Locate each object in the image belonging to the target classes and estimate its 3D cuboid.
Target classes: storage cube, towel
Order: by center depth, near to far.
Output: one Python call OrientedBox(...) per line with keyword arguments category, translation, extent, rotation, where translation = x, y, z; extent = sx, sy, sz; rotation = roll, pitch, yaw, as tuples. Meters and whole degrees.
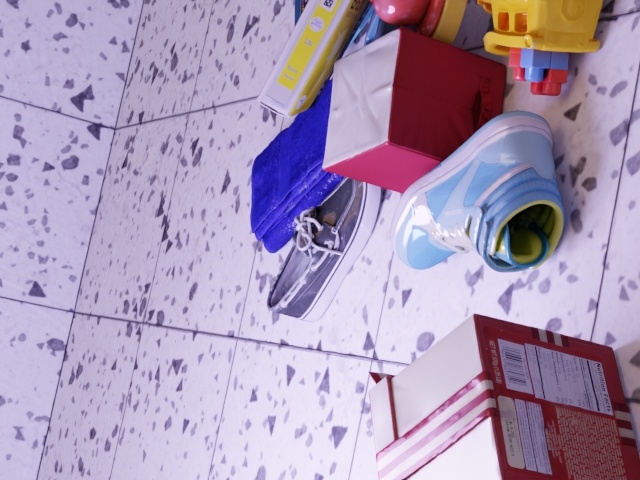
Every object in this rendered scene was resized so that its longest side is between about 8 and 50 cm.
OrientedBox(category="storage cube", translation=(0.139, -0.184, 1.877), extent=(0.215, 0.193, 0.183), rotation=(-17, 62, 59))
OrientedBox(category="towel", translation=(-0.036, -0.141, 2.292), extent=(0.308, 0.076, 0.227), rotation=(-42, 44, 46))

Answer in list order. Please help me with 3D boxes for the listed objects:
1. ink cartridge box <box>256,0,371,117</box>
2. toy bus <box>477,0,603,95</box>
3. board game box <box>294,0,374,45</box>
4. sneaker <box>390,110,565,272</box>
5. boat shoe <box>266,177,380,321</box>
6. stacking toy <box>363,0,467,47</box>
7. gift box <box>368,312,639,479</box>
OrientedBox(category="ink cartridge box", translation=(0.022, -0.338, 1.907), extent=(0.307, 0.072, 0.303), rotation=(-59, -3, 12))
OrientedBox(category="toy bus", translation=(0.291, -0.309, 1.742), extent=(0.220, 0.149, 0.211), rotation=(-153, 63, -63))
OrientedBox(category="board game box", translation=(0.067, -0.501, 2.241), extent=(0.336, 0.079, 0.253), rotation=(-51, 27, 38))
OrientedBox(category="sneaker", translation=(0.211, -0.010, 1.736), extent=(0.319, 0.127, 0.208), rotation=(-49, 36, 40))
OrientedBox(category="boat shoe", translation=(-0.001, -0.002, 2.132), extent=(0.306, 0.105, 0.113), rotation=(-60, 32, 26))
OrientedBox(category="stacking toy", translation=(0.135, -0.404, 1.961), extent=(0.309, 0.130, 0.279), rotation=(130, 152, -71))
OrientedBox(category="gift box", translation=(0.191, 0.244, 1.504), extent=(0.258, 0.276, 0.255), rotation=(-47, 34, 44))
